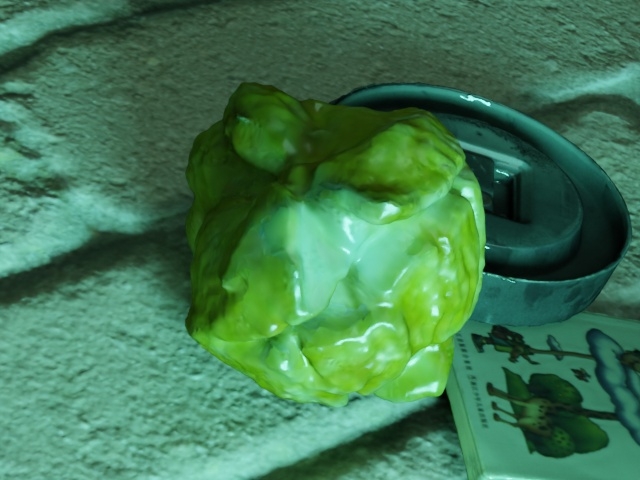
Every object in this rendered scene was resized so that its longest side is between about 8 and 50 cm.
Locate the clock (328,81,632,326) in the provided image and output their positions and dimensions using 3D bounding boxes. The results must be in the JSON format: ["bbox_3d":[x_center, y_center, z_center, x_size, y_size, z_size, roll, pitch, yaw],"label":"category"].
[{"bbox_3d":[0.137,-0.037,1.809,0.312,0.061,0.313,14,34,-10],"label":"clock"}]

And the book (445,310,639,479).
[{"bbox_3d":[0.283,0.151,1.701,0.370,0.043,0.260,10,34,-16],"label":"book"}]

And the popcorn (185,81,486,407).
[{"bbox_3d":[-0.003,0.002,1.586,0.276,0.226,0.276,-6,40,5],"label":"popcorn"}]
